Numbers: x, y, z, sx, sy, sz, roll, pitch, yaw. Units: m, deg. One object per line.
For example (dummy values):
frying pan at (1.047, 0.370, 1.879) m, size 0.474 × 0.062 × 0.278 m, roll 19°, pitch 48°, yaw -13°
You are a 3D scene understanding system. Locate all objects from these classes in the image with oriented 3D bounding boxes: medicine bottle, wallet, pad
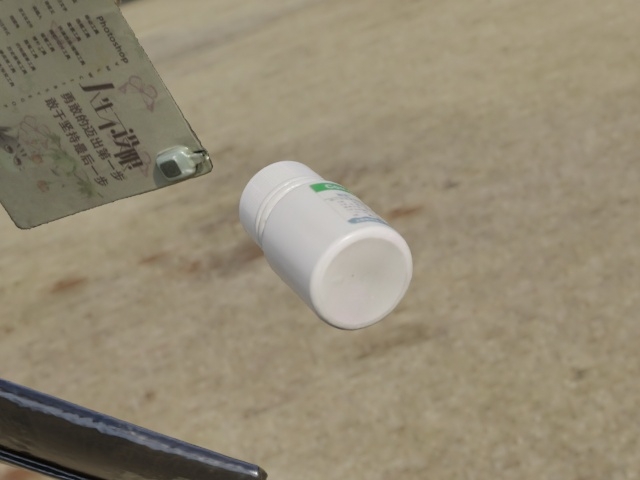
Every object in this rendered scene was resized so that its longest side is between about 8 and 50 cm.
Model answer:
medicine bottle at (0.000, 0.000, 1.957) m, size 0.139 × 0.139 × 0.237 m, roll -23°, pitch 32°, yaw -17°
wallet at (-0.196, 0.190, 1.422) m, size 0.321 × 0.044 × 0.170 m, roll 17°, pitch -27°, yaw 8°
pad at (-0.188, -0.126, 0.952) m, size 0.159 × 0.265 × 0.009 m, roll -16°, pitch 27°, yaw 31°

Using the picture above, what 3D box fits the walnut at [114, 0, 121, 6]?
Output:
walnut at (-0.330, -0.262, 1.752) m, size 0.230 × 0.178 × 0.178 m, roll 2°, pitch 6°, yaw -8°
